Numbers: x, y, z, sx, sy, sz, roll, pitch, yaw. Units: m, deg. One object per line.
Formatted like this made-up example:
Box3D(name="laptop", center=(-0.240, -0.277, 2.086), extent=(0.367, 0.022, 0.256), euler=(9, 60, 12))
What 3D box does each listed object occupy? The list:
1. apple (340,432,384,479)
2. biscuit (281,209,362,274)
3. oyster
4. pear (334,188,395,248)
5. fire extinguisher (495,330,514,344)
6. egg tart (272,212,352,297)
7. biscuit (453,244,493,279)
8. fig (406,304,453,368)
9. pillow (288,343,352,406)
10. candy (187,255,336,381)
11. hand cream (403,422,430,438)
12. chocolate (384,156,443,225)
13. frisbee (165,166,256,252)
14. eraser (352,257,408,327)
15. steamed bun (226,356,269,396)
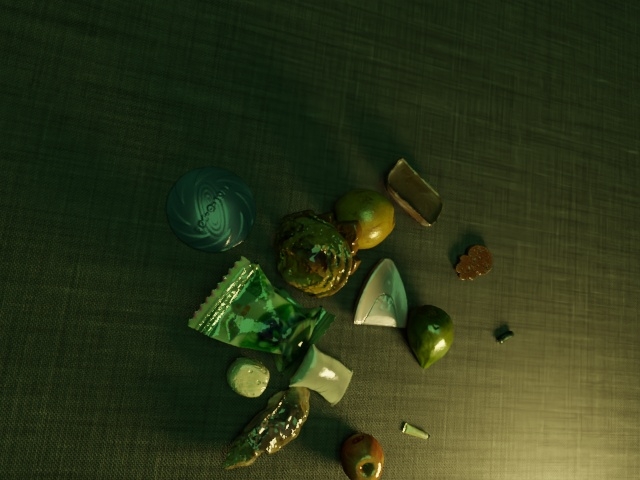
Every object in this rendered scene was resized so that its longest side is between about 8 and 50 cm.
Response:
Box3D(name="apple", center=(0.139, 0.714, 1.410), extent=(0.147, 0.131, 0.146), euler=(1, 87, -12))
Box3D(name="biscuit", center=(0.001, 0.000, 1.429), extent=(0.302, 0.278, 0.043), euler=(38, 32, 9))
Box3D(name="oyster", center=(-0.152, 0.586, 1.349), extent=(0.342, 0.110, 0.166), euler=(-25, 97, -31))
Box3D(name="pear", center=(0.153, -0.075, 1.472), extent=(0.209, 0.209, 0.208), euler=(2, 83, -16))
Box3D(name="fire extinguisher", center=(0.712, 0.381, 1.674), extent=(0.083, 0.025, 0.037), euler=(-22, 113, -18))
Box3D(name="egg tart", center=(-0.046, 0.056, 1.371), extent=(0.132, 0.297, 0.296), euler=(-28, 92, -57))
Box3D(name="biscuit", center=(0.591, 0.086, 1.673), extent=(0.175, 0.026, 0.124), euler=(-27, 90, -18))
Box3D(name="fig", center=(0.390, 0.339, 1.512), extent=(0.167, 0.167, 0.233), euler=(-18, 91, -18))
Box3D(name="pillow", center=(0.008, 0.439, 1.388), extent=(0.144, 0.078, 0.254), euler=(-53, 133, -7))
Box3D(name="candy", center=(-0.171, 0.238, 1.327), extent=(0.398, 0.172, 0.262), euler=(39, 75, -35))
Box3D(name="hand cream", center=(0.341, 0.680, 1.533), extent=(0.102, 0.022, 0.035), euler=(23, 78, -7))
Box3D(name="chocolate", center=(0.333, -0.166, 1.598), extent=(0.261, 0.083, 0.161), euler=(45, 57, -8))
Box3D(name="frisbee", center=(-0.351, -0.105, 1.405), extent=(0.290, 0.049, 0.289), euler=(2, 83, -16))
Box3D(name="eraser", center=(0.220, 0.183, 1.534), extent=(0.205, 0.059, 0.243), euler=(9, 84, -15))
Box3D(name="steamed bun", center=(-0.231, 0.426, 1.356), extent=(0.130, 0.091, 0.112), euler=(28, 85, -12))
